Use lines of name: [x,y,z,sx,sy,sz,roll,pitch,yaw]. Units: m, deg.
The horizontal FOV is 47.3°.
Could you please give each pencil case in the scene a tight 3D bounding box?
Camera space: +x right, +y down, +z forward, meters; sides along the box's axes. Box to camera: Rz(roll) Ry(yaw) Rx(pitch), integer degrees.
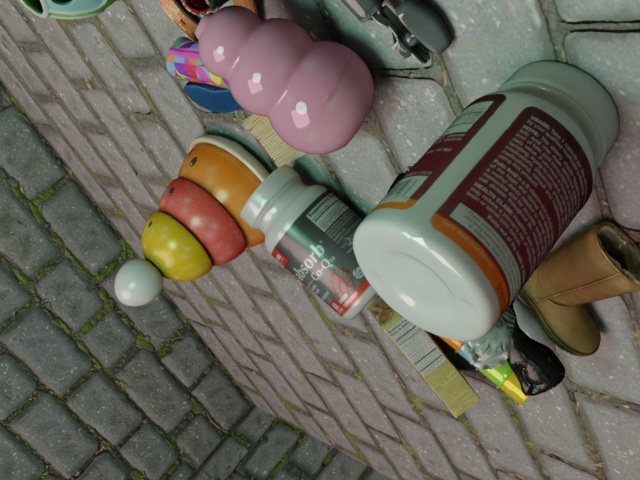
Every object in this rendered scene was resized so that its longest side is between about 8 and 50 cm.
pencil case: [-0.229,-0.375,1.541,0.236,0.104,0.104,17,145,44]

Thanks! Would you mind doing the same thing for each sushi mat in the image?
sushi mat: [-0.077,-0.258,1.669,0.151,0.019,0.316,48,155,-12]

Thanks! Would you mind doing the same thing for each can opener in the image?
can opener: [0.089,-0.392,1.142,0.283,0.076,0.095,43,124,-15]

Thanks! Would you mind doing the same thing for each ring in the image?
ring: [-0.247,-0.521,1.487,0.337,0.032,0.336,34,153,20]

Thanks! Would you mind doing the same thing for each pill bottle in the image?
pill bottle: [0.000,0.000,1.737,0.363,0.210,0.210,41,155,5]
pill bottle: [0.246,-0.067,1.041,0.224,0.392,0.224,35,155,19]

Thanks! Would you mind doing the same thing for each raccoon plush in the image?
raccoon plush: [0.214,0.065,1.338,0.216,0.446,0.299,4,149,4]

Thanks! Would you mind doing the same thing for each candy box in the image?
candy box: [0.262,0.285,1.872,0.316,0.087,0.183,50,-179,-17]

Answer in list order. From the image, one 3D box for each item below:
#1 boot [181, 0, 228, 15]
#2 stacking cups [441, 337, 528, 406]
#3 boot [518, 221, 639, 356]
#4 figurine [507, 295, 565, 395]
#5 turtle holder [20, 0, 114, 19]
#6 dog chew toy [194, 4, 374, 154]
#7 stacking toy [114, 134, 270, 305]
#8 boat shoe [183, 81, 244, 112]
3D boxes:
boot: [-0.121,-0.458,1.217,0.236,0.178,0.085,3,135,54]
stacking cups: [0.376,0.252,1.742,0.316,0.096,0.096,41,156,14]
boot: [0.489,0.101,1.317,0.236,0.089,0.269,44,154,-3]
figurine: [0.391,0.163,1.454,0.092,0.215,0.209,-31,102,23]
turtle holder: [-0.545,-0.612,1.549,0.243,0.227,0.320,43,156,3]
dog chew toy: [-0.071,-0.299,1.312,0.332,0.206,0.206,30,157,-11]
stacking toy: [-0.344,-0.013,1.907,0.351,0.480,0.350,33,153,19]
boat shoe: [-0.201,-0.342,1.645,0.258,0.089,0.109,14,156,38]
